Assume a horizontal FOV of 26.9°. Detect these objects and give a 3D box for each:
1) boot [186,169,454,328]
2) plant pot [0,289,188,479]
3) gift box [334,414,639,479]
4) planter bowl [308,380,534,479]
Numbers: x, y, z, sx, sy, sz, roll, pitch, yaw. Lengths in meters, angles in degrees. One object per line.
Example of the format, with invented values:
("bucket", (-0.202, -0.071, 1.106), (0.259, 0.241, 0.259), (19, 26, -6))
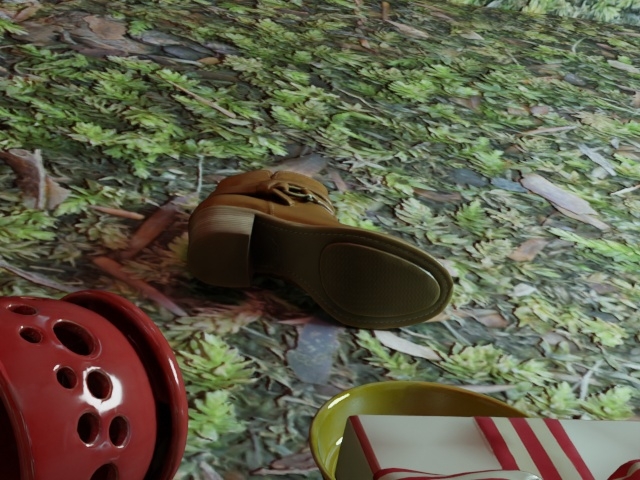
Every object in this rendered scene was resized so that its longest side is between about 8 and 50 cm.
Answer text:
("boot", (0.000, 0.000, 1.440), (0.283, 0.109, 0.220), (4, 20, 2))
("plant pot", (-0.200, 0.127, 0.953), (0.191, 0.191, 0.174), (29, 27, 34))
("gift box", (0.144, 0.248, 0.752), (0.255, 0.258, 0.276), (1, 25, -21))
("planter bowl", (0.091, 0.202, 1.029), (0.217, 0.090, 0.217), (9, 24, -4))
